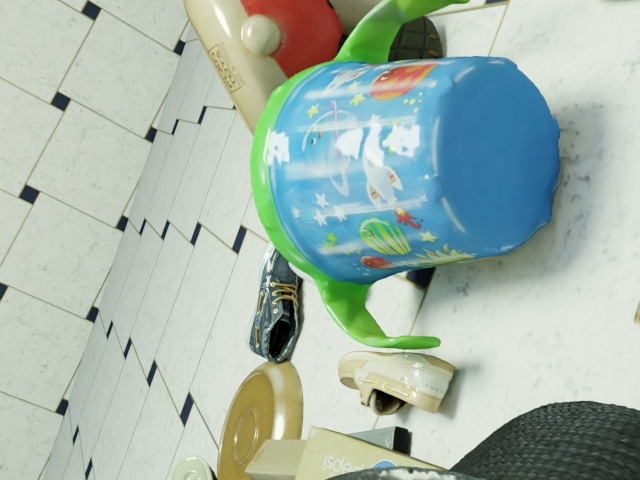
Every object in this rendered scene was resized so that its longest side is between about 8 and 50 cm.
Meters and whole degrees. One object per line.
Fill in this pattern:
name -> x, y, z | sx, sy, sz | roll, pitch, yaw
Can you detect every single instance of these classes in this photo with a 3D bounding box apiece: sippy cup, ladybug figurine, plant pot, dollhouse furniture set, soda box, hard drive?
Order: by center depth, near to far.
soda box -> 0.055, 0.221, 0.682 | 0.181, 0.058, 0.061 | 1, 70, 53
sippy cup -> 0.088, -0.069, 0.698 | 0.240, 0.306, 0.224 | -33, 19, -30
hard drive -> 0.044, 0.247, 0.777 | 0.135, 0.022, 0.094 | -31, 45, 56
dollhouse furniture set -> -0.043, 0.336, 0.885 | 0.144, 0.123, 0.151 | -17, 28, 48
ladybug figurine -> -0.065, -0.258, 1.022 | 0.161, 0.305, 0.449 | -29, 12, -1
plant pot -> -0.094, 0.277, 1.047 | 0.236, 0.032, 0.236 | -45, 35, 44

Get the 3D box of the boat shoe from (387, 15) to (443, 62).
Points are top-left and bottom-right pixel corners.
boat shoe -> 0.055, -0.133, 0.912 | 0.120, 0.122, 0.324 | -34, 36, 66

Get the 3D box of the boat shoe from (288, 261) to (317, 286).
boat shoe -> 0.000, 0.000, 0.982 | 0.076, 0.083, 0.226 | -67, 23, 12

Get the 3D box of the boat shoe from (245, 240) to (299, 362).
boat shoe -> -0.054, 0.083, 1.076 | 0.083, 0.065, 0.184 | 13, 91, 64

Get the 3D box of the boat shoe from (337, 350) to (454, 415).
boat shoe -> 0.065, 0.147, 0.756 | 0.170, 0.063, 0.059 | -20, 49, 60

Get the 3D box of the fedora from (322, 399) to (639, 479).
fedora -> 0.135, 0.198, 0.406 | 0.152, 0.334, 0.334 | -44, 5, -36

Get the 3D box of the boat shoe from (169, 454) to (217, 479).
boat shoe -> -0.164, 0.426, 1.063 | 0.079, 0.083, 0.233 | 78, 178, -48

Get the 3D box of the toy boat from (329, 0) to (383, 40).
toy boat -> 0.068, -0.404, 1.109 | 0.151, 0.150, 0.231 | 40, -112, -82
